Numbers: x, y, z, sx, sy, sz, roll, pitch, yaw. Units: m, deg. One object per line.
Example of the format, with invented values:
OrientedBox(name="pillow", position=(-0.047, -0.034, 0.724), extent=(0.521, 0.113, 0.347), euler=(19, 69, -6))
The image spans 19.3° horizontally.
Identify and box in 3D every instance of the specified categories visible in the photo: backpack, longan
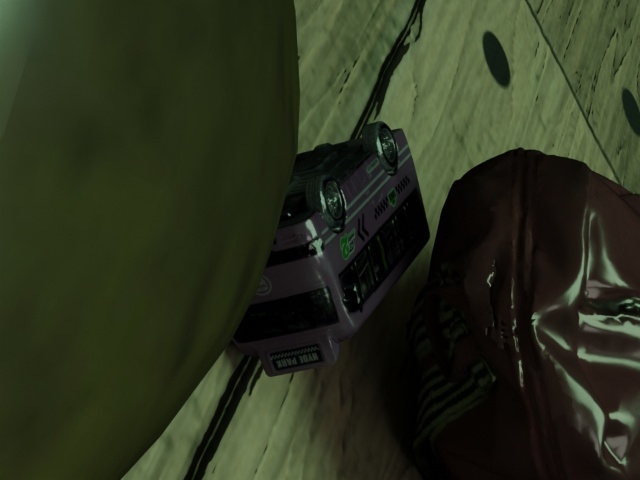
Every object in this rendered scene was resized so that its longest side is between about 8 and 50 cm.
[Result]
OrientedBox(name="backpack", position=(0.146, 0.085, 1.144), extent=(0.317, 0.197, 0.283), euler=(43, 40, -63))
OrientedBox(name="longan", position=(-0.177, -0.036, 0.470), extent=(0.404, 0.336, 0.404), euler=(7, 90, -78))

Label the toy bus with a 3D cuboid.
OrientedBox(name="toy bus", position=(0.000, 0.000, 1.056), extent=(0.178, 0.087, 0.098), euler=(-45, 120, -63))
